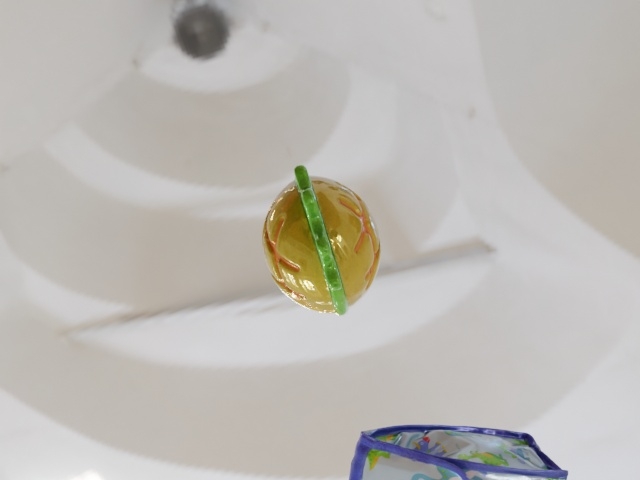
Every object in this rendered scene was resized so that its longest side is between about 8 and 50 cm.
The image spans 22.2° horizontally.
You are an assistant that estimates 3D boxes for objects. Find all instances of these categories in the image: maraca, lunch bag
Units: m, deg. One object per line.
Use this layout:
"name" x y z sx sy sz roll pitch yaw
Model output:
"maraca" 0.000 0.000 1.370 0.099 0.185 0.127 -20 -100 -1
"lunch bag" 0.084 0.201 1.156 0.151 0.128 0.096 9 -168 -18
